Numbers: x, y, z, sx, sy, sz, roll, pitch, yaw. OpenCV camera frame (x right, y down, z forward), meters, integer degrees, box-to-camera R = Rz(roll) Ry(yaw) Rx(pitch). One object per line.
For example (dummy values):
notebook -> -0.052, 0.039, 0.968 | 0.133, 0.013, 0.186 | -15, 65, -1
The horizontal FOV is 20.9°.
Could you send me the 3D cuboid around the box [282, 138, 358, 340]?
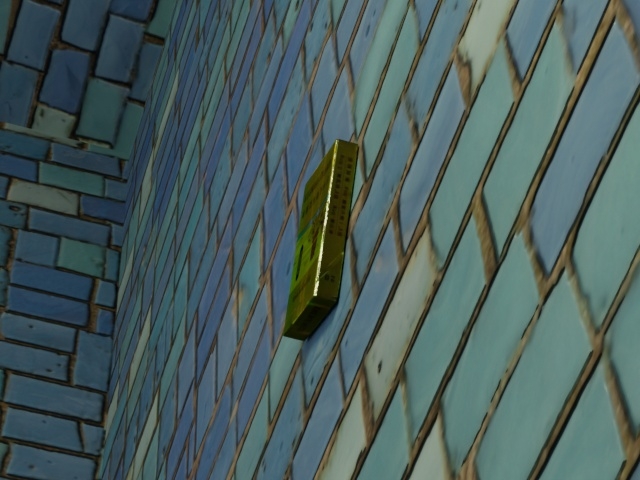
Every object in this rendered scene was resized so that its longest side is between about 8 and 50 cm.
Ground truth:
box -> 0.000, 0.000, 1.903 | 0.121, 0.030, 0.193 | 126, 155, -61
